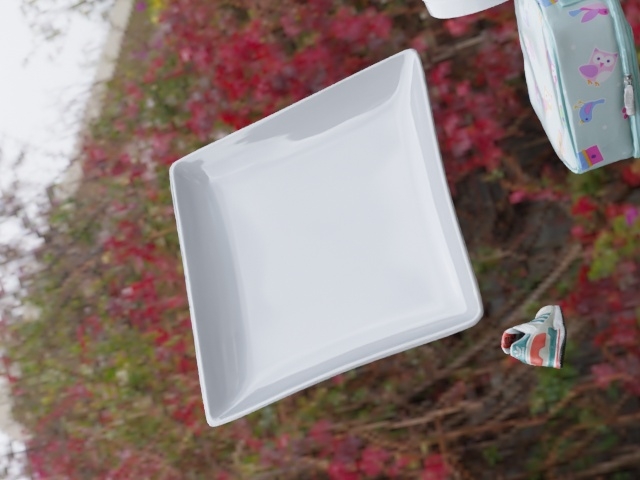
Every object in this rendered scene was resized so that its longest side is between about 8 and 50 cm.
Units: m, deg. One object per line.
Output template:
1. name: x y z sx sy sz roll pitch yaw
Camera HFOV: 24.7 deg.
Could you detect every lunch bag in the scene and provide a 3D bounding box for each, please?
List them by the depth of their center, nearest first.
1. lunch bag: 0.301 -0.226 1.717 0.279 0.108 0.224 -101 -2 -57

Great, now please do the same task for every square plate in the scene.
1. square plate: 0.000 0.000 1.638 0.049 0.347 0.344 33 -140 -53

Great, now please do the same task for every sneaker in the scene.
1. sneaker: 0.265 0.116 1.837 0.161 0.075 0.057 -73 -12 -75

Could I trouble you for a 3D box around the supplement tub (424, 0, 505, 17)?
1. supplement tub: 0.174 -0.489 1.943 0.331 0.241 0.241 64 -146 -22
